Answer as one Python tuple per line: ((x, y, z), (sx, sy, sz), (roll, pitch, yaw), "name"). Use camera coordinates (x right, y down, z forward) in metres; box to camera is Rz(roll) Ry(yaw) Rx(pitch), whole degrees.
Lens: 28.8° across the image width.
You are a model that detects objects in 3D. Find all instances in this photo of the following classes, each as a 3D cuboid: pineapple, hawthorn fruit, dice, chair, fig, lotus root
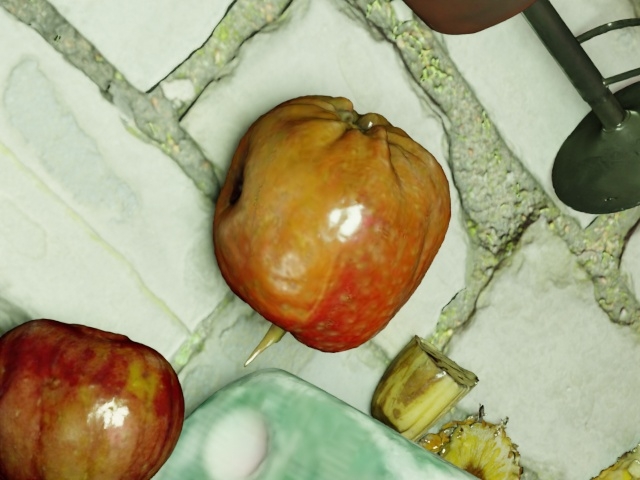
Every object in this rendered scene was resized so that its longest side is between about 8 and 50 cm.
((0.179, 0.312, 1.606), (0.221, 0.047, 0.221), (-12, 112, -34), "pineapple")
((0.010, -0.021, 1.305), (0.258, 0.258, 0.262), (-23, 125, -26), "hawthorn fruit")
((0.017, 0.352, 1.293), (0.330, 0.348, 0.328), (37, 80, -52), "dice")
((0.266, -0.235, 1.422), (0.401, 0.226, 0.226), (44, 77, -31), "chair")
((-0.249, 0.206, 1.227), (0.204, 0.186, 0.249), (16, 93, -8), "fig")
((0.120, 0.183, 1.517), (0.135, 0.095, 0.159), (-46, 161, -4), "lotus root")

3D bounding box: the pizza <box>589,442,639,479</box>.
((0.536, 0.368, 1.794), (0.440, 0.130, 0.406), (30, 87, -34), "pizza")
